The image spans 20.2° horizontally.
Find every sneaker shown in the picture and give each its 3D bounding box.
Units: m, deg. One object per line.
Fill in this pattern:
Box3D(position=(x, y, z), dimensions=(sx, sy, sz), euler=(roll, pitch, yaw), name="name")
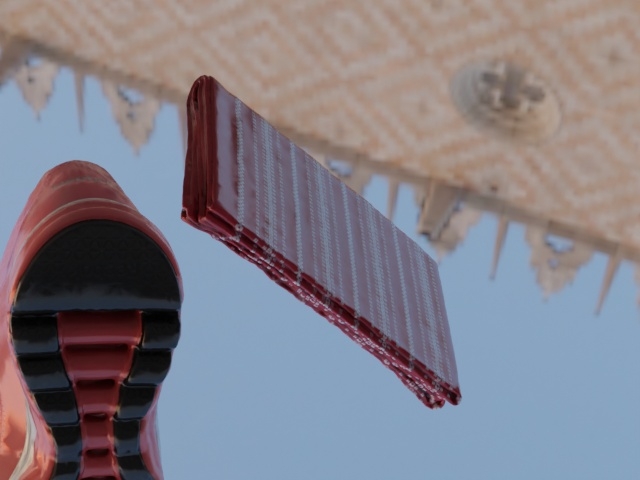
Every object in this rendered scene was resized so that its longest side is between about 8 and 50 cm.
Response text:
Box3D(position=(-0.140, 0.098, 1.038), dimensions=(0.116, 0.314, 0.136), euler=(3, -152, -17), name="sneaker")

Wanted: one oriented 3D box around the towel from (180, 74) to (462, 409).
Box3D(position=(0.000, 0.000, 1.392), dimensions=(0.275, 0.031, 0.199), euler=(38, -155, -26), name="towel")
